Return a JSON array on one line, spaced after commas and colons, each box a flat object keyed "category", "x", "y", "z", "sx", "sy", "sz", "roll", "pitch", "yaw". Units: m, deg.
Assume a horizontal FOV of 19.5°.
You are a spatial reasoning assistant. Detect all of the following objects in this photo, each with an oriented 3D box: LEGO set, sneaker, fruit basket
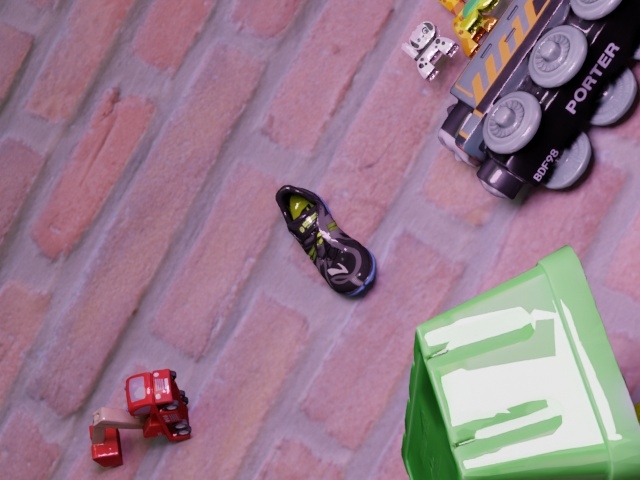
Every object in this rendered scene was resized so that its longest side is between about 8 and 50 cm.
[{"category": "LEGO set", "x": 0.180, "y": -0.300, "z": 2.236, "sx": 0.093, "sy": 0.087, "sz": 0.227, "roll": 43, "pitch": 99, "yaw": 24}, {"category": "sneaker", "x": 0.000, "y": 0.000, "z": 2.253, "sx": 0.067, "sy": 0.078, "sz": 0.188, "roll": -47, "pitch": 52, "yaw": 11}, {"category": "fruit basket", "x": 0.283, "y": 0.200, "z": 1.834, "sx": 0.392, "sy": 0.392, "sz": 0.283, "roll": -30, "pitch": 57, "yaw": 23}]

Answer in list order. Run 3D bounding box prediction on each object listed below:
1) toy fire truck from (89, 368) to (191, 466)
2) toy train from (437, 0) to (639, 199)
[{"category": "toy fire truck", "x": -0.230, "y": 0.219, "z": 2.295, "sx": 0.135, "sy": 0.192, "sz": 0.047, "roll": -10, "pitch": 64, "yaw": 2}, {"category": "toy train", "x": 0.266, "y": -0.207, "z": 2.116, "sx": 0.334, "sy": 0.142, "sz": 0.190, "roll": -57, "pitch": 38, "yaw": 6}]
